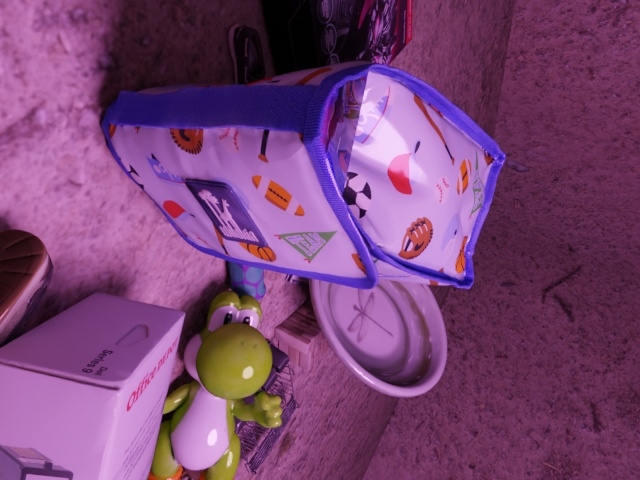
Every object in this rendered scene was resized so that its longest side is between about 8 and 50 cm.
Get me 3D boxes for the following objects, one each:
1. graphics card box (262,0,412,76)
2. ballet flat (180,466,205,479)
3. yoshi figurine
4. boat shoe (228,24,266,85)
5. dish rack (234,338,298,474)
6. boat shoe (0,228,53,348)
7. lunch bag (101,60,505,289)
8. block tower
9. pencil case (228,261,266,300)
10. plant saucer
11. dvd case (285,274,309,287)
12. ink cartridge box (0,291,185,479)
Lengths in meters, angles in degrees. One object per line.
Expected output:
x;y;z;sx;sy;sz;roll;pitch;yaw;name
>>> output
0.053;-0.386;0.828;0.371;0.094;0.233;-52;150;-33;graphics card box
-0.241;0.431;0.849;0.189;0.070;0.070;-62;154;-18;ballet flat
-0.168;0.264;0.734;0.203;0.202;0.363;11;95;-58;yoshi figurine
-0.097;-0.244;0.684;0.046;0.038;0.125;-50;148;-38;boat shoe
-0.129;0.372;1.035;0.208;0.074;0.272;-50;150;-36;dish rack
-0.317;0.096;0.426;0.073;0.080;0.224;96;19;-64;boat shoe
-0.011;-0.075;0.571;0.385;0.327;0.239;17;85;-53;lunch bag
0.018;0.183;1.172;0.335;0.090;0.097;-34;137;-51;block tower
-0.122;0.029;0.800;0.070;0.064;0.152;-49;149;-52;pencil case
0.119;0.170;1.097;0.100;0.401;0.400;-41;177;40;plant saucer
0.000;0.000;1.088;0.164;0.018;0.222;27;83;-66;dvd case
-0.255;0.225;0.514;0.211;0.121;0.290;-96;-159;-81;ink cartridge box
